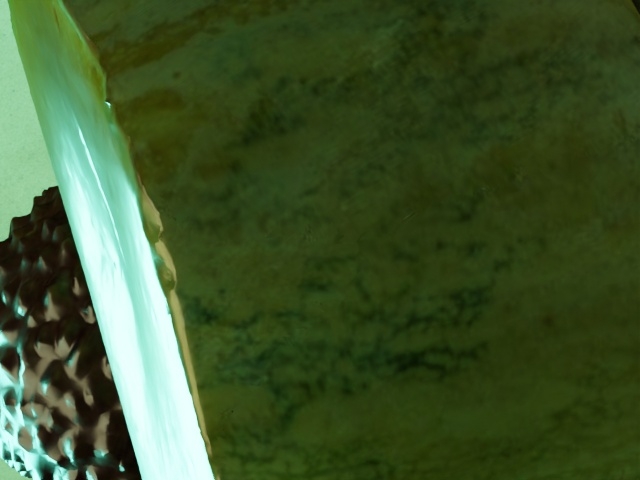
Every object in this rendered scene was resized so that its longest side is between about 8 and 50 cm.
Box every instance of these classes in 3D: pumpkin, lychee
[{"bbox_3d":[0.000,0.000,0.691,0.332,0.199,0.332,157,90,-79],"label":"pumpkin"},{"bbox_3d":[-0.095,0.067,1.219,0.275,0.276,0.304,-122,39,-50],"label":"lychee"}]
